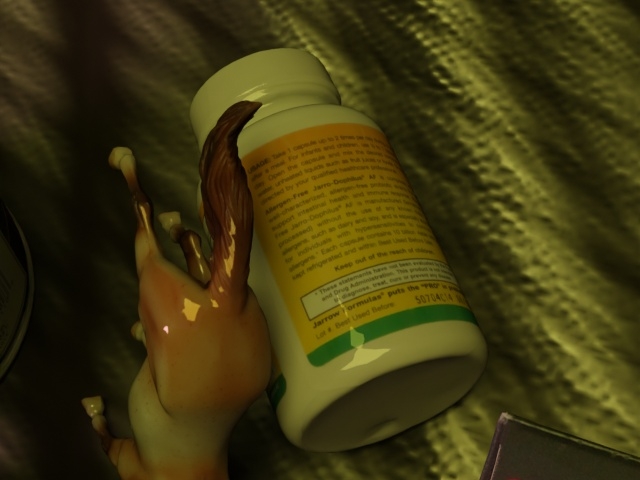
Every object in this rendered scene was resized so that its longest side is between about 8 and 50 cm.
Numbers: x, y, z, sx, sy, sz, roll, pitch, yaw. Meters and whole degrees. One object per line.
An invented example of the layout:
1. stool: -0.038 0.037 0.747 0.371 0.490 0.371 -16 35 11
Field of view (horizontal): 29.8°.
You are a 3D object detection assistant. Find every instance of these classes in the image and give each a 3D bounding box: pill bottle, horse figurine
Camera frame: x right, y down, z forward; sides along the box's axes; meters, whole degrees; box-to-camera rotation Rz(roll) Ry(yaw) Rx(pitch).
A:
1. pill bottle: 0.000 0.000 0.667 0.118 0.117 0.208 -25 64 2
2. horse figurine: -0.071 0.064 0.616 0.066 0.263 0.174 -3 35 -28

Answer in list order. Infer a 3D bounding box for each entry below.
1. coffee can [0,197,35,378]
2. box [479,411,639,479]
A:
1. coffee can: -0.281 -0.017 0.636 0.202 0.275 0.201 0 66 0
2. box: 0.136 0.186 0.466 0.165 0.270 0.143 16 72 19
